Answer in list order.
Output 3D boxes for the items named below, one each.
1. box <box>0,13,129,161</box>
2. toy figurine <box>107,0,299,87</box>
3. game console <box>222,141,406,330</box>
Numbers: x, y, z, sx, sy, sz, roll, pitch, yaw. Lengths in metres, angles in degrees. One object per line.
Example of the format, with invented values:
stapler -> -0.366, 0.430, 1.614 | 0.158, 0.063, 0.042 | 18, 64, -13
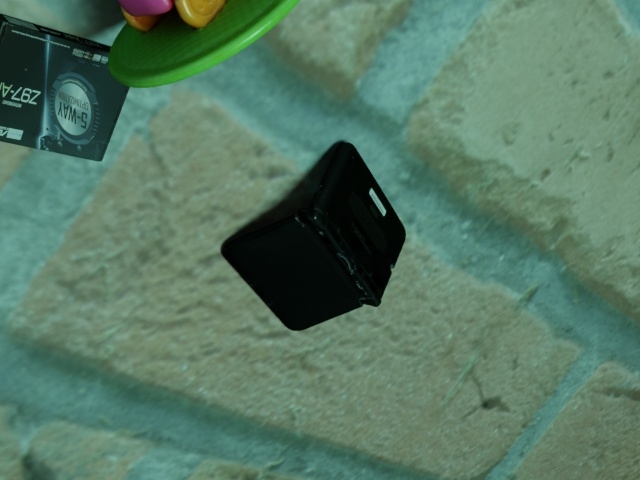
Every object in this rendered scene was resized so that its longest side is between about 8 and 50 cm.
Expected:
box -> -0.153, -0.085, 0.533 | 0.083, 0.018, 0.067 | 11, 111, -41
toy figurine -> -0.080, -0.192, 0.465 | 0.173, 0.130, 0.159 | -53, 130, -26
game console -> 0.000, 0.000, 0.713 | 0.122, 0.071, 0.107 | 53, 52, -46
